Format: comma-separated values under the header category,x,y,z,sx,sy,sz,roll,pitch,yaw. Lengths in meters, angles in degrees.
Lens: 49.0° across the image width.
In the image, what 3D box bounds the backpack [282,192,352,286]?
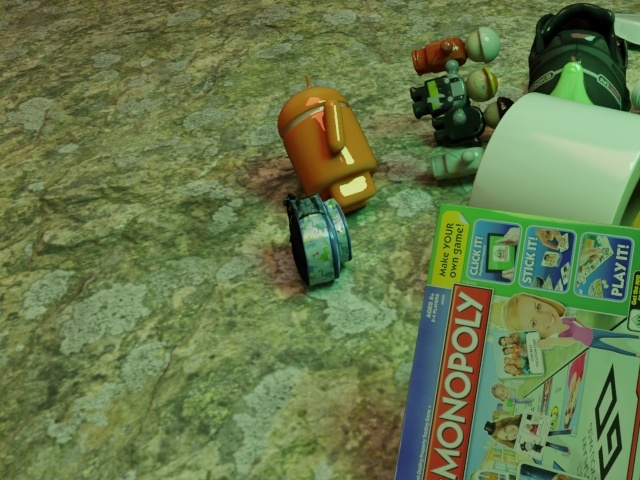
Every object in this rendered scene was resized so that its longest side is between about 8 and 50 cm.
category,x,y,z,sx,sy,sz,roll,pitch,yaw
backpack,0.000,0.000,0.991,0.084,0.105,0.114,-12,43,-4

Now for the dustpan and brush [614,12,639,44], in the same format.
category,x,y,z,sx,sy,sz,roll,pitch,yaw
dustpan and brush,0.699,-0.426,1.479,0.147,0.060,0.211,-4,29,-17

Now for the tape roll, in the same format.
category,x,y,z,sx,sy,sz,roll,pitch,yaw
tape roll,0.316,-0.051,0.892,0.169,0.246,0.246,23,47,33

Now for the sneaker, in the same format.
category,x,y,z,sx,sy,sz,roll,pitch,yaw
sneaker,0.439,-0.288,1.166,0.185,0.202,0.483,8,21,14

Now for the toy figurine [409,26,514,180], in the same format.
category,x,y,z,sx,sy,sz,roll,pitch,yaw
toy figurine,0.241,-0.218,1.145,0.148,0.213,0.210,-11,35,18

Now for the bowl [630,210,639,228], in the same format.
category,x,y,z,sx,sy,sz,roll,pitch,yaw
bowl,0.413,0.064,0.766,0.289,0.290,0.156,-43,12,-37

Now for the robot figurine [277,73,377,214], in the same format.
category,x,y,z,sx,sy,sz,roll,pitch,yaw
robot figurine,0.011,-0.151,1.119,0.128,0.220,0.158,-29,-12,20

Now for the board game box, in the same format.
category,x,y,z,sx,sy,sz,roll,pitch,yaw
board game box,0.194,0.135,0.663,0.213,0.318,0.046,8,-5,19

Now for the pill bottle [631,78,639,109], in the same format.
category,x,y,z,sx,sy,sz,roll,pitch,yaw
pill bottle,0.615,-0.228,1.200,0.087,0.087,0.160,-19,40,-16
